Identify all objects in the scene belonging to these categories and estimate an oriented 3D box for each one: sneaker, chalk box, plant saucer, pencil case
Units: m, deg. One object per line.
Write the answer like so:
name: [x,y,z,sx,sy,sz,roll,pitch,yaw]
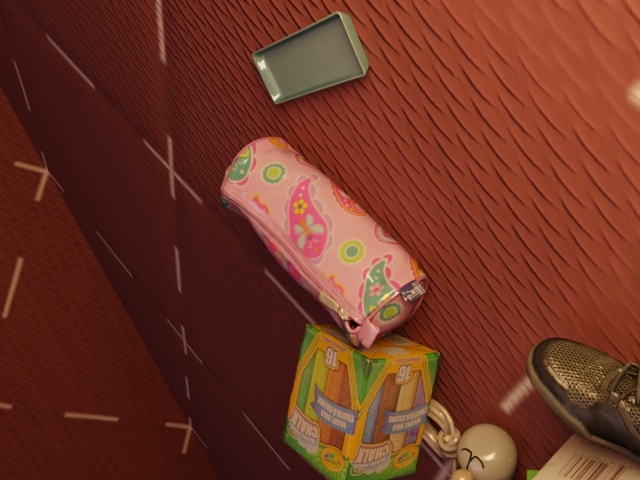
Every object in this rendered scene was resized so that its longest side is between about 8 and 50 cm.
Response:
sneaker: [0.280,0.131,0.549,0.227,0.087,0.130,37,146,27]
chalk box: [0.045,0.226,0.881,0.132,0.132,0.213,19,101,49]
plant saucer: [-0.014,-0.195,0.748,0.192,0.018,0.067,1,120,58]
pencil case: [0.000,0.000,0.823,0.284,0.124,0.124,47,152,22]

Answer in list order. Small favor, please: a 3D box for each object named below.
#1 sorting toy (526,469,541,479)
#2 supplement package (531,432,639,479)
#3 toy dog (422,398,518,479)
sorting toy: [0.271,0.412,0.784,0.047,0.196,0.348,-3,123,20]
supplement package: [0.297,0.296,0.673,0.105,0.105,0.179,-3,116,58]
toy dog: [0.186,0.390,0.897,0.220,0.161,0.334,5,124,57]
